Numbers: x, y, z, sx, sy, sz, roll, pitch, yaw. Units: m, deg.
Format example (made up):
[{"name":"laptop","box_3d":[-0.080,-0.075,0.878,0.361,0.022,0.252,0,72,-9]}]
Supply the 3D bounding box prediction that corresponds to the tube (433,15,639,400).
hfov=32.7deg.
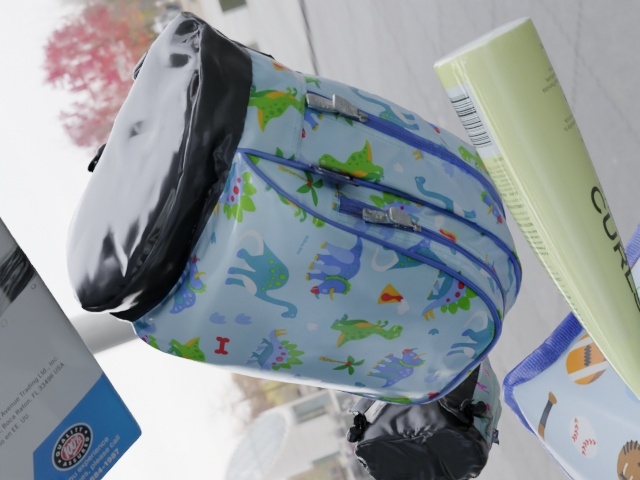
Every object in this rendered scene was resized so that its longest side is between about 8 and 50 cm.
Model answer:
[{"name":"tube","box_3d":[0.144,-0.010,0.630,0.062,0.070,0.240,-16,104,53]}]

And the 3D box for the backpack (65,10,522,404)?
[{"name":"backpack","box_3d":[0.000,0.000,0.946,0.290,0.355,0.273,-53,45,35]}]

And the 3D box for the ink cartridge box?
[{"name":"ink cartridge box","box_3d":[-0.363,0.110,0.869,0.166,0.285,0.395,14,140,40]}]

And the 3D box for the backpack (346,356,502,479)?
[{"name":"backpack","box_3d":[0.124,0.181,1.165,0.182,0.152,0.115,-59,-43,-55]}]

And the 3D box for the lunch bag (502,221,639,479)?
[{"name":"lunch bag","box_3d":[0.357,0.205,0.743,0.385,0.239,0.328,48,172,-25]}]
